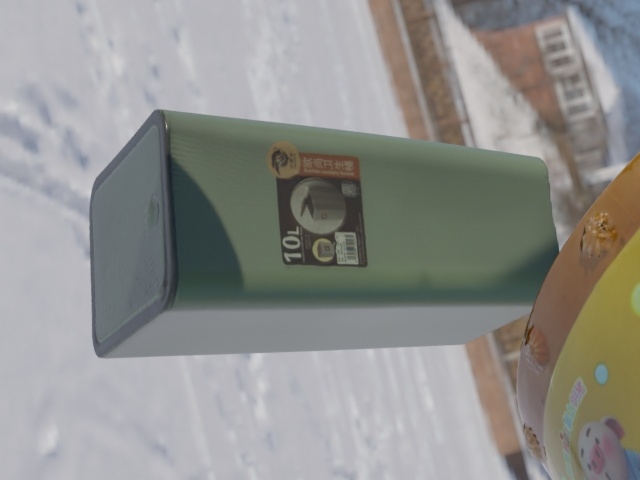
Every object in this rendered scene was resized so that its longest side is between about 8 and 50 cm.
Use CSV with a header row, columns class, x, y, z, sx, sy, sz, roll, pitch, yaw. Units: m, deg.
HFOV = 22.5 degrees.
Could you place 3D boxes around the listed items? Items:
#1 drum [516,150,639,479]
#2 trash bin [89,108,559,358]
class,x,y,z,sx,sy,sz,roll,pitch,yaw
drum,0.340,0.081,0.924,0.214,0.431,0.431,57,-9,43
trash bin,0.000,0.000,1.340,0.223,0.344,0.158,144,-57,-63
